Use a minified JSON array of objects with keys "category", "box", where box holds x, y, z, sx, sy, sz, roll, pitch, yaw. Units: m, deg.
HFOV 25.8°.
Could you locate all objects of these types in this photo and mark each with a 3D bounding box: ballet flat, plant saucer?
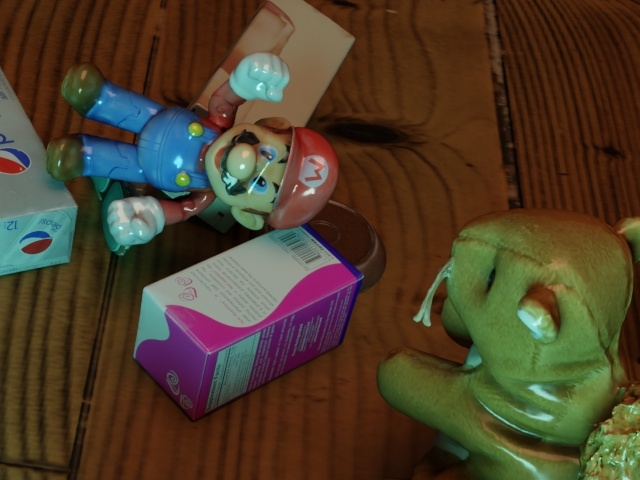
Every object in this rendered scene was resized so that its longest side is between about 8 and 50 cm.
[{"category":"ballet flat","box":[-0.229,-0.054,1.647,0.070,0.070,0.188,-4,48,-20]},{"category":"plant saucer","box":[0.000,0.000,1.676,0.169,0.029,0.168,9,42,-8]}]

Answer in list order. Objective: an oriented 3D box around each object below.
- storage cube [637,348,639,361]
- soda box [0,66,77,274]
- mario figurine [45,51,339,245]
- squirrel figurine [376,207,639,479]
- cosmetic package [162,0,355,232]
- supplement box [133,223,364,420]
[{"category":"storage cube","box":[0.492,0.044,1.637,0.193,0.215,0.183,13,42,8]},{"category":"soda box","box":[-0.380,-0.091,1.617,0.098,0.091,0.286,-12,48,-29]},{"category":"mario figurine","box":[-0.137,-0.100,1.491,0.321,0.198,0.170,13,38,12]},{"category":"squirrel figurine","box":[0.243,0.159,1.287,0.281,0.370,0.397,-26,48,-36]},{"category":"cosmetic package","box":[-0.084,-0.168,1.723,0.129,0.153,0.296,36,40,-7]},{"category":"supplement box","box":[-0.078,0.081,1.500,0.220,0.114,0.111,-23,54,-37]}]
